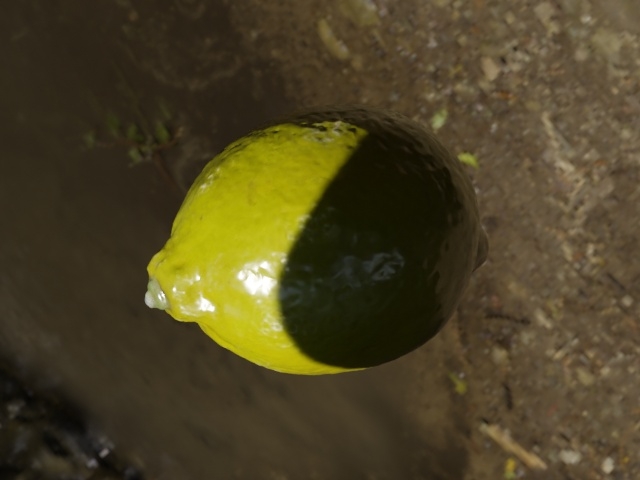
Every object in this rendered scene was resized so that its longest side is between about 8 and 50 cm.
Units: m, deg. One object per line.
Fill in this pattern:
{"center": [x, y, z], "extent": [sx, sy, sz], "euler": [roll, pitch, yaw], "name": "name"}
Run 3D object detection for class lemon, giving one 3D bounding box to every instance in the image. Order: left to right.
{"center": [0.000, 0.000, 0.835], "extent": [0.184, 0.248, 0.184], "euler": [173, 90, -66], "name": "lemon"}
